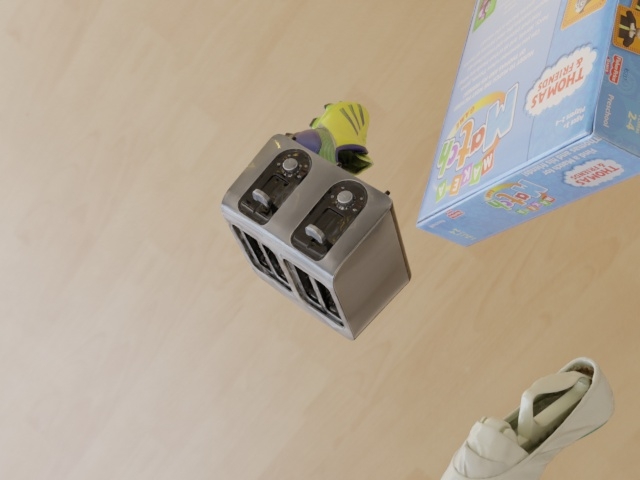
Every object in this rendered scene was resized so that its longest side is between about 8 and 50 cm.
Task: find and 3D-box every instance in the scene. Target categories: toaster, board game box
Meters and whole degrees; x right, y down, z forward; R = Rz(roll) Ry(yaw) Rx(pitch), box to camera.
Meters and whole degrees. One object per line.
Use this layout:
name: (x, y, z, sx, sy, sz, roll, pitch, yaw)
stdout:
toaster: (0.000, 0.000, 1.018, 0.168, 0.186, 0.110, 34, 71, 29)
board game box: (0.121, -0.114, 0.481, 0.039, 0.160, 0.212, 23, 71, -15)

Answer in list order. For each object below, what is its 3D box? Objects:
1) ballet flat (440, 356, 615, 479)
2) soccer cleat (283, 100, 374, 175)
ballet flat: (0.319, 0.311, 1.539, 0.139, 0.400, 0.139, 41, 147, 34)
soccer cleat: (0.028, -0.128, 1.367, 0.121, 0.289, 0.094, 20, 115, 14)
